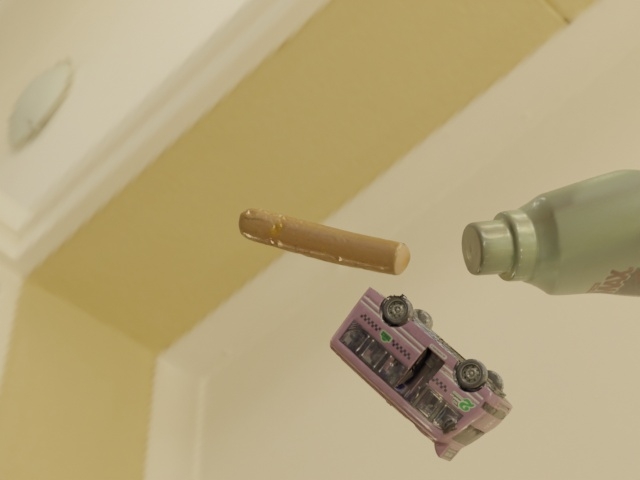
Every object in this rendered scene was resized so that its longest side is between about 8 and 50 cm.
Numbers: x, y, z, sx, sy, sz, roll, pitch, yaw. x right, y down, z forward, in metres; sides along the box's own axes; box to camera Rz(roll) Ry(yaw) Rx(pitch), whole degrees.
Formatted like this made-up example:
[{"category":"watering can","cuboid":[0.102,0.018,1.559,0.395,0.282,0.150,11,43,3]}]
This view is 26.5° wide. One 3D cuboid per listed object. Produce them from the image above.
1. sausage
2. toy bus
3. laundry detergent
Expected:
[{"category":"sausage","cuboid":[0.001,0.002,2.263,0.301,0.066,0.066,15,-115,22]},{"category":"toy bus","cuboid":[0.110,0.145,1.502,0.199,0.096,0.108,41,-88,25]},{"category":"laundry detergent","cuboid":[0.371,-0.014,1.639,0.264,0.397,0.125,117,-35,-60]}]
